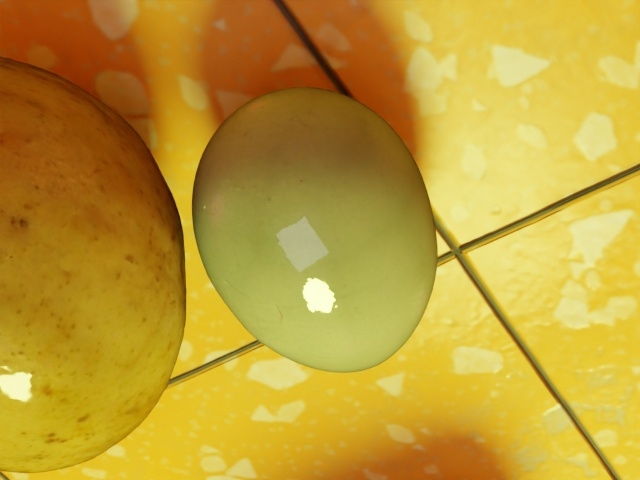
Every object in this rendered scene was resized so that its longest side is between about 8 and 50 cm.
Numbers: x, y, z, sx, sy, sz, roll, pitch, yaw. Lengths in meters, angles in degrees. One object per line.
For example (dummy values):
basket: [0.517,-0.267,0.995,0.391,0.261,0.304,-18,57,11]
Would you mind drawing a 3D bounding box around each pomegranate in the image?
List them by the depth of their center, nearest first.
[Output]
pomegranate: [-0.202,0.011,0.610,0.260,0.260,0.261,3,126,4]

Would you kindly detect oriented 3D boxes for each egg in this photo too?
egg: [0.000,0.000,0.639,0.151,0.151,0.209,-11,125,14]
